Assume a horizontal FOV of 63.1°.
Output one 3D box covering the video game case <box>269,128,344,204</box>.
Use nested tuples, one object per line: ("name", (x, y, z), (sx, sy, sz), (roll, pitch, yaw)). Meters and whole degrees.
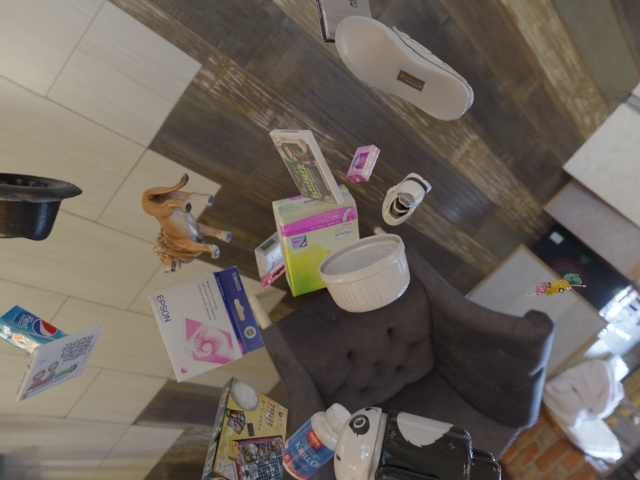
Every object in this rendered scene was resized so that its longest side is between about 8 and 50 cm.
("video game case", (-0.034, -0.175, 1.238), (0.022, 0.173, 0.190), (-39, 119, -20))

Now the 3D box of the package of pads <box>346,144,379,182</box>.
("package of pads", (0.094, -0.168, 1.143), (0.032, 0.050, 0.083), (36, 66, -35))

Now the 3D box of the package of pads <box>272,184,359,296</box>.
("package of pads", (0.000, 0.000, 1.511), (0.229, 0.101, 0.297), (-15, 125, -11))

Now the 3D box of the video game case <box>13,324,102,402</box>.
("video game case", (-0.544, 0.254, 1.087), (0.143, 0.019, 0.157), (-58, 163, 21))

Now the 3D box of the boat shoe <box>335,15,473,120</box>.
("boat shoe", (0.212, -0.423, 1.252), (0.156, 0.367, 0.136), (-38, 158, -55))

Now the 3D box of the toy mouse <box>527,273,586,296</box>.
("toy mouse", (0.639, 0.116, 1.406), (0.161, 0.031, 0.143), (-23, 174, 36))

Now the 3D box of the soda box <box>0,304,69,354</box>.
("soda box", (-0.760, 0.267, 1.412), (0.210, 0.067, 0.071), (32, 119, -6))

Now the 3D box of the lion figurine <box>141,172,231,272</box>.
("lion figurine", (-0.401, -0.056, 1.442), (0.392, 0.240, 0.142), (81, 26, -48))

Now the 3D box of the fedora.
("fedora", (-0.787, -0.084, 1.353), (0.334, 0.334, 0.153), (3, 100, -35))

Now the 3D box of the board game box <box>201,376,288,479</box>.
("board game box", (-0.153, 0.432, 1.122), (0.165, 0.243, 0.042), (37, 115, -19))

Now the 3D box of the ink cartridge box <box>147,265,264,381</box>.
("ink cartridge box", (-0.401, 0.289, 1.857), (0.330, 0.324, 0.071), (-20, 178, -15))

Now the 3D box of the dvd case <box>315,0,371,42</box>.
("dvd case", (0.065, -0.686, 1.504), (0.179, 0.029, 0.239), (-9, 89, -33))

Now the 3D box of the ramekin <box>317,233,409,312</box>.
("ramekin", (0.107, 0.078, 1.203), (0.207, 0.207, 0.109), (-26, 105, -12))

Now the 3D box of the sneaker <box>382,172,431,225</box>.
("sneaker", (0.202, -0.088, 1.362), (0.095, 0.090, 0.235), (-56, 175, -22))

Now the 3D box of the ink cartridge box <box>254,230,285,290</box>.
("ink cartridge box", (-0.140, 0.065, 1.872), (0.189, 0.066, 0.232), (-42, 144, -31))

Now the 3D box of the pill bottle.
("pill bottle", (-0.006, 0.582, 1.526), (0.221, 0.124, 0.124), (-47, 136, 11))

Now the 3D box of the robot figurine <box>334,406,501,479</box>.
("robot figurine", (0.163, 0.391, 0.912), (0.278, 0.174, 0.209), (11, 136, 10))
